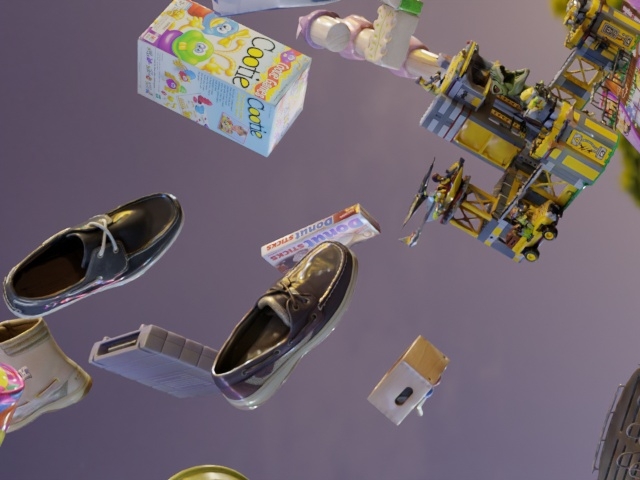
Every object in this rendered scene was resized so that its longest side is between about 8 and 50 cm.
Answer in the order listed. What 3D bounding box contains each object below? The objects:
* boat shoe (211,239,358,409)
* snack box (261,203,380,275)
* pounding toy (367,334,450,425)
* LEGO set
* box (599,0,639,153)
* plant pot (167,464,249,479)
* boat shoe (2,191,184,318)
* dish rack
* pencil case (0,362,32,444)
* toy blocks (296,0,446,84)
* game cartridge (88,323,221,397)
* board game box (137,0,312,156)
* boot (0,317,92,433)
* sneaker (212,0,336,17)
[{"bbox_3d":[-0.051,0.110,1.609,0.285,0.102,0.092,-51,-35,-12],"label":"boat shoe"},{"bbox_3d":[0.000,0.000,1.727,0.064,0.178,0.022,43,-148,-42],"label":"snack box"},{"bbox_3d":[0.161,0.261,1.984,0.100,0.141,0.130,40,-152,5],"label":"pounding toy"},{"bbox_3d":[0.201,-0.148,1.228,0.192,0.255,0.331,29,-128,-3],"label":"LEGO set"},{"bbox_3d":[0.530,-0.216,1.710,0.293,0.057,0.201,-114,21,-49],"label":"box"},{"bbox_3d":[-0.197,0.614,2.237,0.276,0.254,0.276,-2,-85,-22],"label":"plant pot"},{"bbox_3d":[-0.258,0.013,1.302,0.084,0.233,0.079,56,161,11],"label":"boat shoe"},{"bbox_3d":[0.377,0.263,1.218,0.074,0.271,0.208,8,-74,-25],"label":"dish rack"},{"bbox_3d":[-0.494,0.271,1.586,0.104,0.104,0.236,-8,-51,-63],"label":"pencil case"},{"bbox_3d":[0.059,-0.408,1.654,0.308,0.260,0.289,8,-72,-38],"label":"toy blocks"},{"bbox_3d":[-0.297,0.241,2.211,0.230,0.355,0.068,21,-109,-24],"label":"game cartridge"},{"bbox_3d":[-0.175,-0.296,2.023,0.142,0.275,0.144,-56,-11,-34],"label":"board game box"},{"bbox_3d":[-0.493,0.214,1.788,0.077,0.213,0.165,-97,-19,-57],"label":"boot"},{"bbox_3d":[-0.004,-0.342,1.139,0.315,0.127,0.182,-34,-64,-44],"label":"sneaker"}]
